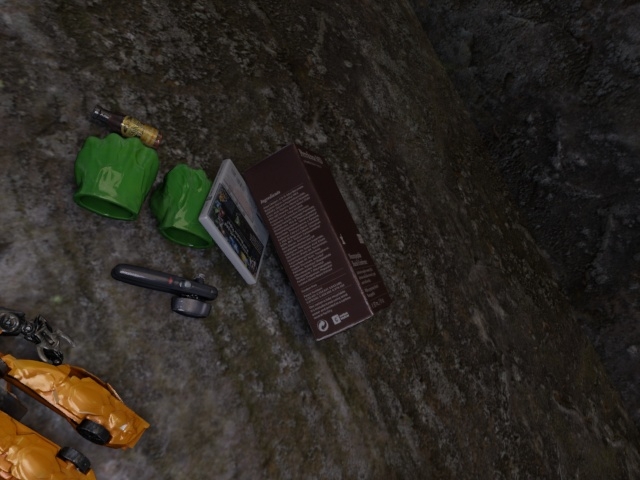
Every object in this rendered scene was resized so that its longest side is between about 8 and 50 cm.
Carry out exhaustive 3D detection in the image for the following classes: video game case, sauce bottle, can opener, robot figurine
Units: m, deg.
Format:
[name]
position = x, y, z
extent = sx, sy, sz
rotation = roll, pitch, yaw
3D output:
[video game case]
position = -0.161, -0.037, 0.981
extent = 0.173, 0.022, 0.190
rotation = -81, 152, -44
[sauce bottle]
position = -0.369, -0.217, 0.949
extent = 0.128, 0.042, 0.042
rotation = 22, 53, -32
[can opener]
position = -0.265, 0.077, 0.859
extent = 0.186, 0.059, 0.073
rotation = 26, 51, -31
[robot figurine]
position = -0.385, 0.223, 0.641
extent = 0.291, 0.085, 0.211
rotation = 44, 43, -16

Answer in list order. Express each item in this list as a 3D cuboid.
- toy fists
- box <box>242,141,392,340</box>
[toy fists]
position = -0.301, -0.090, 0.900
extent = 0.279, 0.096, 0.142
rotation = 24, 60, -34
[box]
position = 0.000, 0.000, 1.055
extent = 0.381, 0.143, 0.191
rotation = 64, 18, 8
